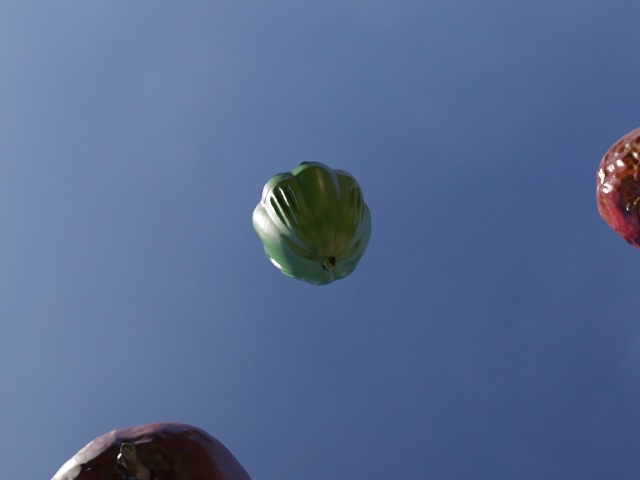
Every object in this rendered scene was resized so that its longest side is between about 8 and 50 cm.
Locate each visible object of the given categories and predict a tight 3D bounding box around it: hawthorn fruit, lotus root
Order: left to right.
[{"bbox_3d":[-0.153,0.266,0.694,0.215,0.250,0.215,-2,-149,1],"label":"hawthorn fruit"},{"bbox_3d":[0.000,0.000,1.077,0.186,0.186,0.186,7,-111,-18],"label":"lotus root"},{"bbox_3d":[0.493,-0.070,1.077,0.243,0.207,0.207,-19,-103,-50],"label":"hawthorn fruit"}]
